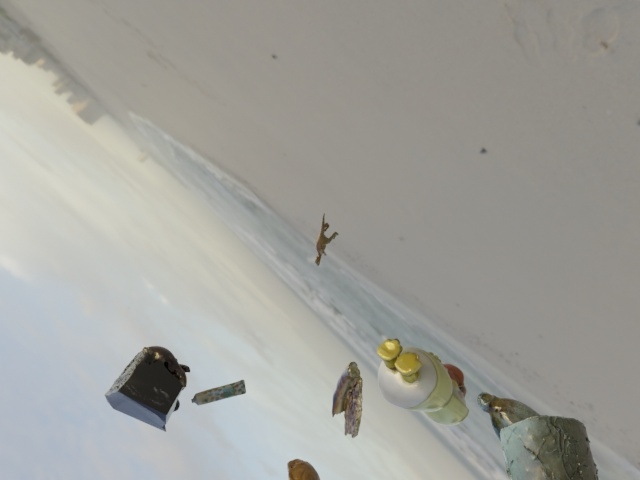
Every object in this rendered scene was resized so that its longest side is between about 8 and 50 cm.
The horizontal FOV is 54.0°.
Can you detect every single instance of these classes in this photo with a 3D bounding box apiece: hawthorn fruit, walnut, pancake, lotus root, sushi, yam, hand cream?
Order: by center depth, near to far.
[{"bbox_3d":[0.606,0.642,1.605,0.241,0.241,0.348,54,-154,-60],"label":"yam"},{"bbox_3d":[-0.305,0.459,1.883,0.037,0.165,0.057,-125,27,-56],"label":"hand cream"},{"bbox_3d":[-0.517,0.431,1.917,0.216,0.212,0.227,25,149,1],"label":"sushi"},{"bbox_3d":[0.630,0.590,1.958,0.322,0.140,0.158,49,144,31],"label":"lotus root"},{"bbox_3d":[0.084,0.505,2.023,0.056,0.257,0.212,4,177,-14],"label":"pancake"},{"bbox_3d":[0.422,0.516,2.211,0.189,0.189,0.189,45,175,5],"label":"hawthorn fruit"},{"bbox_3d":[-0.047,0.870,2.273,0.167,0.087,0.211,59,-179,-11],"label":"walnut"}]

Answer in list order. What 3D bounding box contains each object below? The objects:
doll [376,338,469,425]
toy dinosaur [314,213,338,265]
[{"bbox_3d":[0.206,0.277,1.196,0.141,0.117,0.296,25,174,44],"label":"doll"},{"bbox_3d":[0.000,0.000,1.987,0.039,0.126,0.162,25,165,27],"label":"toy dinosaur"}]
